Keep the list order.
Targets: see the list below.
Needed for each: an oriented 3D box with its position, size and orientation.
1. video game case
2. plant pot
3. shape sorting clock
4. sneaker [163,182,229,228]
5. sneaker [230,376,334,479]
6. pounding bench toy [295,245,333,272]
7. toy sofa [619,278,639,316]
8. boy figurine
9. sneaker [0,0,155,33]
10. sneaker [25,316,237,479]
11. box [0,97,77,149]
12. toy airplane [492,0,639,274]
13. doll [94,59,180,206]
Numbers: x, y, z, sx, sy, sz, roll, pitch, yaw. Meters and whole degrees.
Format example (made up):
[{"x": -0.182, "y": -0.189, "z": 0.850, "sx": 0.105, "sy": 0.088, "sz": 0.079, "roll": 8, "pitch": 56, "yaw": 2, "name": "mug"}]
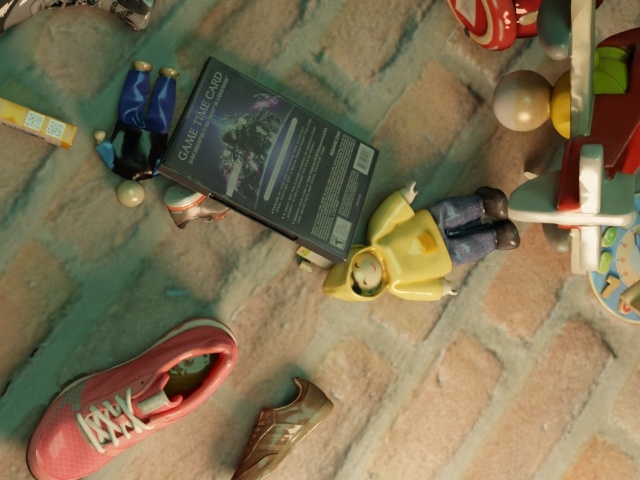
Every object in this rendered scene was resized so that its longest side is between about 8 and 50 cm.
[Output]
[{"x": -0.061, "y": -0.108, "z": 1.282, "sx": 0.274, "sy": 0.026, "sz": 0.196, "roll": 27, "pitch": 56, "yaw": -14, "name": "video game case"}, {"x": 0.277, "y": -0.369, "z": 1.337, "sx": 0.174, "sy": 0.191, "sz": 0.191, "roll": -31, "pitch": 99, "yaw": -9, "name": "plant pot"}, {"x": 0.508, "y": 0.027, "z": 1.486, "sx": 0.206, "sy": 0.040, "sz": 0.206, "roll": 0, "pitch": 91, "yaw": -16, "name": "shape sorting clock"}, {"x": -0.137, "y": -0.064, "z": 1.297, "sx": 0.158, "sy": 0.061, "sz": 0.064, "roll": -23, "pitch": 127, "yaw": -19, "name": "sneaker"}, {"x": -0.069, "y": 0.270, "z": 1.318, "sx": 0.188, "sy": 0.066, "sz": 0.071, "roll": -42, "pitch": 85, "yaw": -17, "name": "sneaker"}, {"x": 0.000, "y": 0.000, "z": 1.333, "sx": 0.052, "sy": 0.083, "sz": 0.065, "roll": 30, "pitch": 51, "yaw": -14, "name": "pounding bench toy"}, {"x": 0.610, "y": 0.174, "z": 1.449, "sx": 0.150, "sy": 0.177, "sz": 0.362, "roll": -38, "pitch": 110, "yaw": 4, "name": "toy sofa"}, {"x": 0.133, "y": 0.005, "z": 1.351, "sx": 0.285, "sy": 0.092, "sz": 0.177, "roll": -19, "pitch": 99, "yaw": -18, "name": "boy figurine"}, {"x": -0.298, "y": -0.314, "z": 1.211, "sx": 0.268, "sy": 0.101, "sz": 0.153, "roll": -42, "pitch": 99, "yaw": -14, "name": "sneaker"}, {"x": -0.240, "y": 0.202, "z": 1.219, "sx": 0.314, "sy": 0.136, "sz": 0.115, "roll": -35, "pitch": 99, "yaw": -13, "name": "sneaker"}, {"x": -0.376, "y": -0.153, "z": 1.202, "sx": 0.136, "sy": 0.081, "sz": 0.028, "roll": 23, "pitch": 85, "yaw": -16, "name": "box"}, {"x": 0.343, "y": -0.147, "z": 1.276, "sx": 0.384, "sy": 0.273, "sz": 0.385, "roll": 7, "pitch": 102, "yaw": -57, "name": "toy airplane"}, {"x": -0.232, "y": -0.136, "z": 1.263, "sx": 0.129, "sy": 0.046, "sz": 0.188, "roll": 14, "pitch": 87, "yaw": -15, "name": "doll"}]
